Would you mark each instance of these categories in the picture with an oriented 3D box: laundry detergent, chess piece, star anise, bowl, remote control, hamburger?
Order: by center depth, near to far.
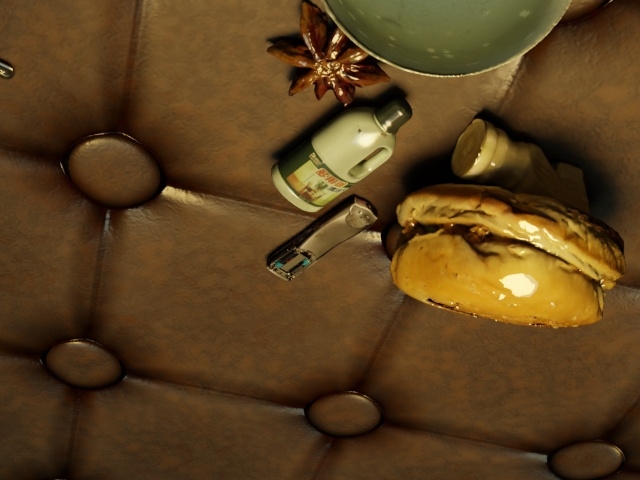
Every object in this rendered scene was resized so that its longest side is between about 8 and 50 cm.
[{"bbox_3d":[0.126,-0.333,1.149,0.313,0.146,0.314,0,93,-6],"label":"bowl"},{"bbox_3d":[0.011,-0.238,1.342,0.167,0.057,0.168,1,136,1],"label":"star anise"},{"bbox_3d":[0.038,-0.128,1.445,0.099,0.070,0.225,41,124,-22],"label":"laundry detergent"},{"bbox_3d":[0.290,-0.094,1.447,0.200,0.090,0.090,22,133,-18],"label":"chess piece"},{"bbox_3d":[0.264,0.029,1.455,0.284,0.174,0.304,17,174,-38],"label":"hamburger"},{"bbox_3d":[0.000,0.000,1.607,0.059,0.028,0.212,35,128,-27],"label":"remote control"}]

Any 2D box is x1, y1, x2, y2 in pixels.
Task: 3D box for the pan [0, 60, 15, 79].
[{"bbox_3d":[-0.518,-0.272,1.363,0.235,0.028,0.136,27,132,-22],"label":"pan"}]
